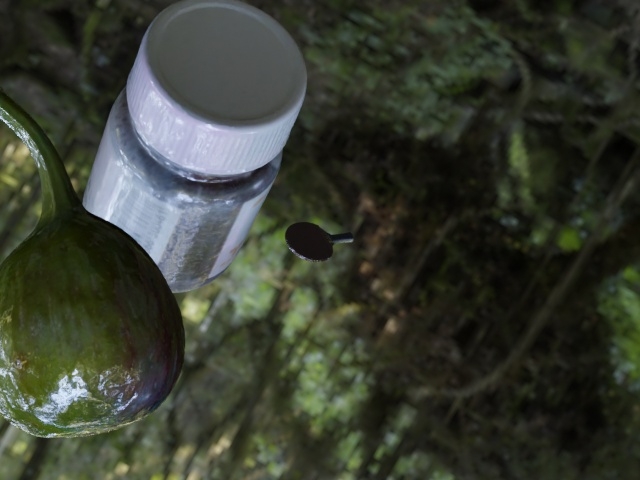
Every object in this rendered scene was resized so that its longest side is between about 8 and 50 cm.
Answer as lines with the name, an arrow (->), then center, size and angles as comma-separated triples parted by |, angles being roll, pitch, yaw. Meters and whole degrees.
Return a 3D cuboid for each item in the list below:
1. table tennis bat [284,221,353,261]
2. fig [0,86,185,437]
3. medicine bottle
table tennis bat -> 0.000, 0.000, 1.534 | 0.083, 0.007, 0.050 | -6, -126, -39
fig -> -0.171, 0.007, 0.986 | 0.149, 0.245, 0.149 | -13, 174, -2
medicine bottle -> -0.120, -0.083, 1.399 | 0.165, 0.273, 0.165 | 11, -126, -15
